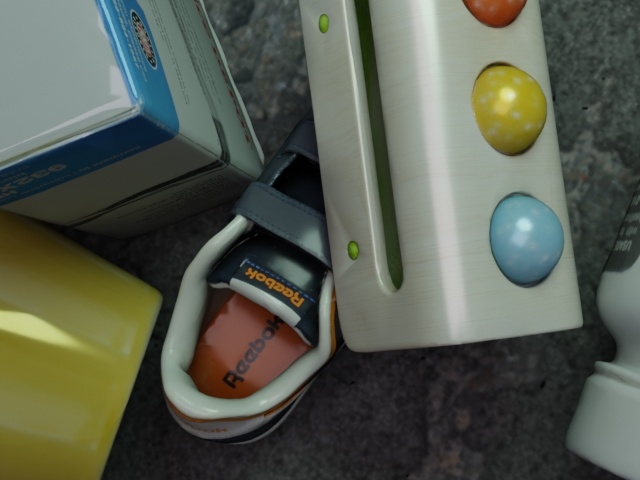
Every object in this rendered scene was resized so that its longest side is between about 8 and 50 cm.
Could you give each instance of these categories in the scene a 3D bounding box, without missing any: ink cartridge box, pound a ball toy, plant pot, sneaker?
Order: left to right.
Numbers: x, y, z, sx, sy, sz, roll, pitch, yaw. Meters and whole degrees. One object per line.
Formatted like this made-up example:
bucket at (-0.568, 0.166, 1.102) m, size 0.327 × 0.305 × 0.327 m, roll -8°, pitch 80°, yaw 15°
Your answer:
plant pot at (-0.242, 0.072, 0.836) m, size 0.239 × 0.254 × 0.254 m, roll 19°, pitch 87°, yaw -5°
ink cartridge box at (-0.157, -0.132, 0.803) m, size 0.129 × 0.307 × 0.223 m, roll -22°, pitch 82°, yaw 7°
sneaker at (0.000, 0.000, 0.860) m, size 0.126 × 0.127 × 0.321 m, roll 28°, pitch 87°, yaw 11°
pound a ball toy at (0.113, -0.098, 0.807) m, size 0.136 × 0.208 × 0.319 m, roll -11°, pitch 83°, yaw 52°

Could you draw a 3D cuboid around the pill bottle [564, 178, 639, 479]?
pill bottle at (0.296, -0.005, 0.778) m, size 0.204 × 0.204 × 0.361 m, roll 22°, pitch 88°, yaw 10°
